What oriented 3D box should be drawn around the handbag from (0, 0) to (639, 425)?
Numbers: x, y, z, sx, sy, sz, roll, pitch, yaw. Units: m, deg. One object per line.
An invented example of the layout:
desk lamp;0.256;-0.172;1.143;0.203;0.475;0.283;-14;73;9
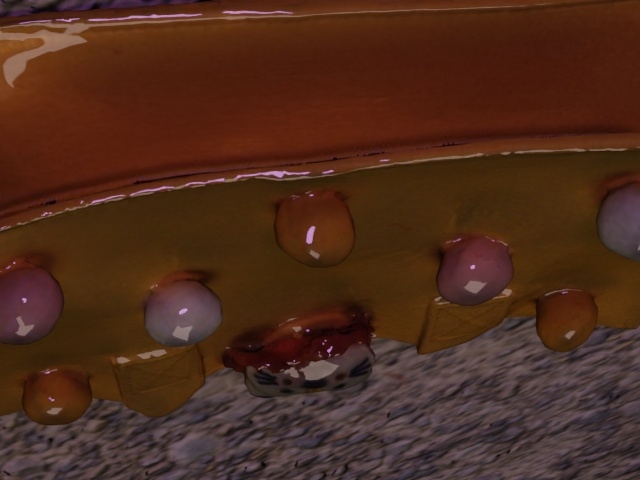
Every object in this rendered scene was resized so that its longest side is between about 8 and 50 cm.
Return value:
handbag;0.000;0.000;0.817;0.401;0.133;0.283;-7;159;-8
